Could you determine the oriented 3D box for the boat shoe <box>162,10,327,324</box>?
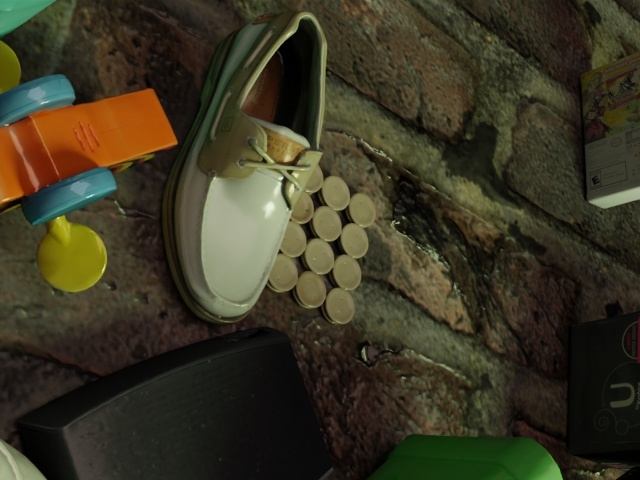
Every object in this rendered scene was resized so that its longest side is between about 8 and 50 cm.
[{"bbox_3d":[-0.062,-0.077,0.907,0.113,0.103,0.302,20,65,-33],"label":"boat shoe"}]

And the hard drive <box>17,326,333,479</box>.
[{"bbox_3d":[-0.104,0.176,0.829,0.254,0.054,0.172,-17,88,-41],"label":"hard drive"}]

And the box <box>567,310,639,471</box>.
[{"bbox_3d":[0.440,0.199,1.210,0.270,0.143,0.165,21,65,-33],"label":"box"}]

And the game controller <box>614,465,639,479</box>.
[{"bbox_3d":[0.350,0.317,1.050,0.319,0.067,0.166,-35,111,-4],"label":"game controller"}]

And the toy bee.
[{"bbox_3d":[-0.243,-0.060,0.745,0.298,0.162,0.195,16,56,-62],"label":"toy bee"}]

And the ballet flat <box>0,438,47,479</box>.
[{"bbox_3d":[-0.302,0.118,0.623,0.400,0.139,0.139,43,54,-19],"label":"ballet flat"}]

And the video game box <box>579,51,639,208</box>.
[{"bbox_3d":[0.428,-0.154,1.269,0.048,0.205,0.187,15,68,-40],"label":"video game box"}]

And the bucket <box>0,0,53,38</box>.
[{"bbox_3d":[-0.277,-0.284,0.742,0.281,0.183,0.281,13,69,-37],"label":"bucket"}]

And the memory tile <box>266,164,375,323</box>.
[{"bbox_3d":[0.000,0.000,0.996,0.113,0.012,0.148,30,60,-29],"label":"memory tile"}]

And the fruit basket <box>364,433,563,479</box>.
[{"bbox_3d":[0.212,0.337,0.886,0.392,0.283,0.392,4,79,-24],"label":"fruit basket"}]
